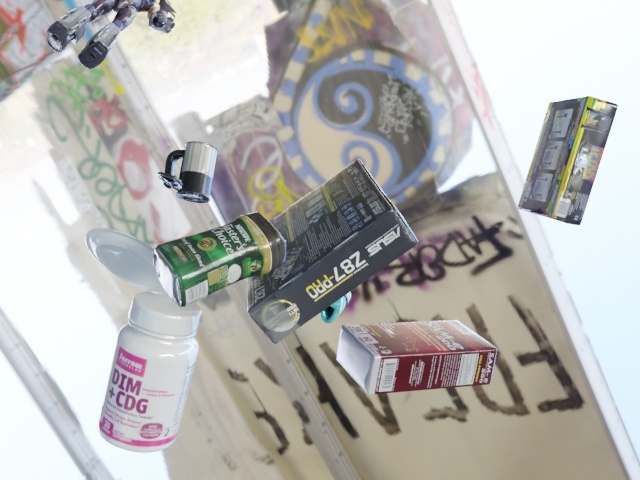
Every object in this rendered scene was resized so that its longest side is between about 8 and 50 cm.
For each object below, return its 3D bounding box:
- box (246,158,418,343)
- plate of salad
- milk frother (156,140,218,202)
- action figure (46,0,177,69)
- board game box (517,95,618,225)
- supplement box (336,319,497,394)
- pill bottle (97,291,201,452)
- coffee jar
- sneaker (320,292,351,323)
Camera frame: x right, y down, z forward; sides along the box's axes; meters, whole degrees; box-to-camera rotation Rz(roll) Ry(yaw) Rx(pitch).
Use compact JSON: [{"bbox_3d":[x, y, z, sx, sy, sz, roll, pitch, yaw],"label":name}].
[{"bbox_3d":[0.000,0.000,1.347,0.318,0.097,0.395,-34,-160,5],"label":"box"},{"bbox_3d":[-0.349,0.034,1.287,0.200,0.200,0.048,-13,-138,43],"label":"plate of salad"},{"bbox_3d":[-0.318,-0.176,1.633,0.129,0.134,0.143,8,166,-6],"label":"milk frother"},{"bbox_3d":[-0.360,-0.423,1.229,0.099,0.185,0.285,-40,-161,50],"label":"action figure"},{"bbox_3d":[0.348,-0.114,0.973,0.048,0.170,0.141,15,-172,-3],"label":"board game box"},{"bbox_3d":[0.164,0.196,1.169,0.240,0.073,0.130,1,-163,-24],"label":"supplement box"},{"bbox_3d":[-0.332,0.255,1.342,0.161,0.282,0.160,15,-170,-3],"label":"pill bottle"},{"bbox_3d":[-0.145,0.023,1.011,0.185,0.079,0.096,-22,-133,-29],"label":"coffee jar"},{"bbox_3d":[0.011,0.126,1.796,0.107,0.275,0.110,16,-119,30],"label":"sneaker"}]
